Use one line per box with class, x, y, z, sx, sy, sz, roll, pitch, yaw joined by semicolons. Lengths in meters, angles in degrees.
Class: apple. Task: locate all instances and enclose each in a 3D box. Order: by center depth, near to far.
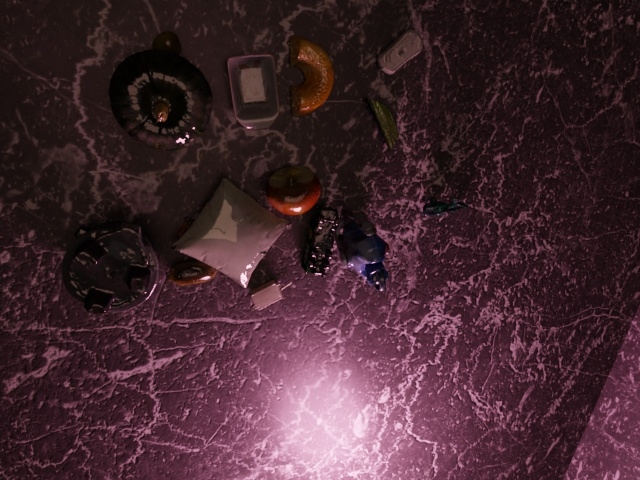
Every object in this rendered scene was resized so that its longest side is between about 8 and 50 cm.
apple;-0.092;-0.169;1.651;0.195;0.173;0.160;-15;109;-8

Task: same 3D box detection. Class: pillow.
pillow;-0.304;-0.022;1.661;0.310;0.119;0.312;34;92;-30

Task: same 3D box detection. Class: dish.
dish;-0.221;-0.487;1.565;0.154;0.064;0.234;-10;109;-14

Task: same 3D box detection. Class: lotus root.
lotus root;-0.457;0.113;1.682;0.179;0.080;0.089;-7;109;-17

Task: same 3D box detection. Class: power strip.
power strip;-0.188;0.198;1.813;0.175;0.042;0.075;-26;113;-9

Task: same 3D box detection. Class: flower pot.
flower pot;-0.652;0.065;1.498;0.299;0.283;0.299;-5;109;-14

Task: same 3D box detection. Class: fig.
fig;-0.474;-0.598;1.451;0.088;0.074;0.074;-9;111;9

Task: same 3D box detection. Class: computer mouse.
computer mouse;0.274;-0.657;1.666;0.181;0.056;0.089;-41;109;7

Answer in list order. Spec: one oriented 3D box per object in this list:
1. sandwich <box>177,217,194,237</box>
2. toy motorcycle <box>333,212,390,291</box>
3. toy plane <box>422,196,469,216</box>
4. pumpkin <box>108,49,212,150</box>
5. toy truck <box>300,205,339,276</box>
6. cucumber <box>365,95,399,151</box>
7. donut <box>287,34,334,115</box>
sandwich;-0.462;-0.024;1.665;0.069;0.026;0.101;23;101;-24
toy motorcycle;0.139;0.027;1.708;0.182;0.319;0.241;-40;122;2
toy plane;0.484;-0.133;1.885;0.235;0.096;0.060;-14;115;-31
pumpkin;-0.481;-0.420;1.430;0.300;0.207;0.300;-4;115;-10
toy truck;0.000;0.000;1.763;0.088;0.121;0.259;7;106;-18
cucumber;0.231;-0.440;1.732;0.070;0.046;0.220;-32;115;-7
donut;-0.022;-0.554;1.595;0.152;0.101;0.259;-9;106;-20
